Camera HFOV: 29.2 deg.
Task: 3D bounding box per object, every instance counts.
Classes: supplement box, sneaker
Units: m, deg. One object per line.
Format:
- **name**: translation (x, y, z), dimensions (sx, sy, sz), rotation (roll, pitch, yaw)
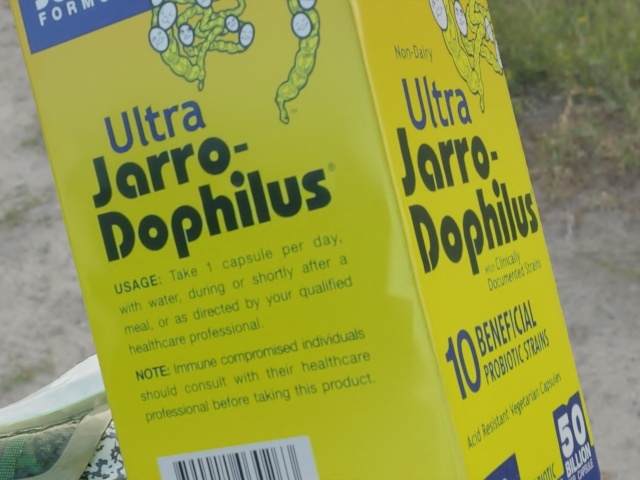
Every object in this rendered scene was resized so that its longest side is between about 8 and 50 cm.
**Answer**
- **supplement box**: translation (0.000, 0.000, 0.667), dimensions (0.195, 0.357, 0.194), rotation (-13, 1, 28)
- **sneaker**: translation (-0.213, 0.207, 0.853), dimensions (0.410, 0.158, 0.182), rotation (-27, 32, -26)
